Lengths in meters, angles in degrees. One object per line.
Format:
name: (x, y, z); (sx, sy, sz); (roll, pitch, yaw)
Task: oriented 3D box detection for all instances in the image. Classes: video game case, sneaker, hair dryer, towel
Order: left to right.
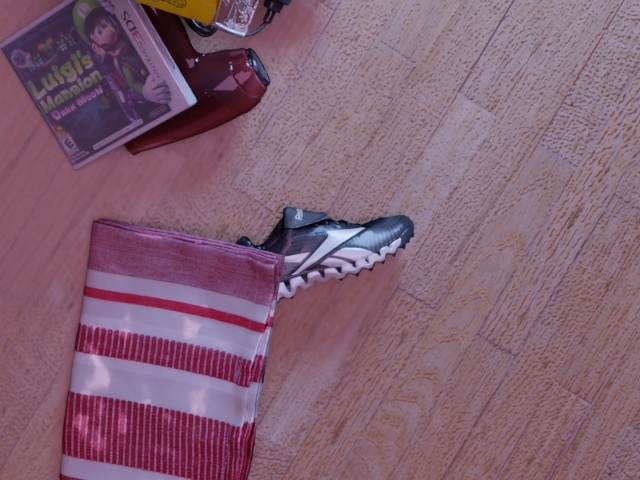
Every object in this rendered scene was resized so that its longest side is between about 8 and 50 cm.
video game case: (-0.258, -0.193, 1.397); (0.190, 0.022, 0.173); (-24, 101, 30)
towel: (-0.184, 0.154, 1.459); (0.237, 0.037, 0.329); (10, 96, 7)
hair dryer: (-0.161, -0.229, 1.416); (0.223, 0.080, 0.294); (20, 109, -5)
sneaker: (0.000, 0.000, 1.486); (0.234, 0.078, 0.106); (-21, 102, -5)

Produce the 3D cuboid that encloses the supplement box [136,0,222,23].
supplement box: (-0.153, -0.434, 1.261); (0.195, 0.194, 0.357); (15, 50, -12)
